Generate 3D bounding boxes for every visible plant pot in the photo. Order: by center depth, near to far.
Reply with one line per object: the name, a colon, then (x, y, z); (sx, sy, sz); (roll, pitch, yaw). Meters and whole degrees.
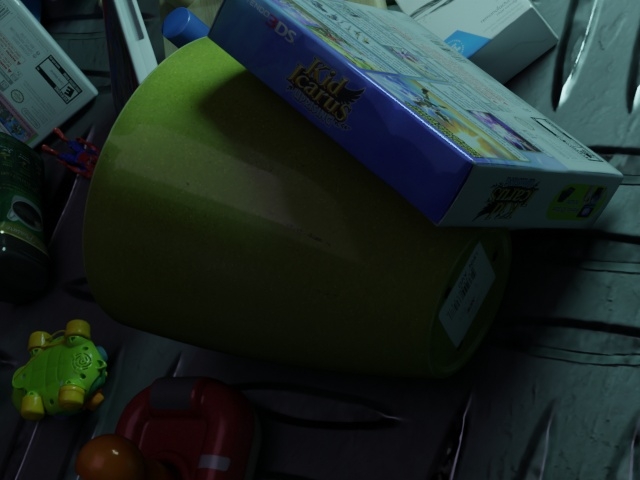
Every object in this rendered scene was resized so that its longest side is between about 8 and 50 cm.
plant pot: (0.000, 0.000, 1.253); (0.293, 0.275, 0.275); (23, 79, 27)

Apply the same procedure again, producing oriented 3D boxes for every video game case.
video game case: (0.079, -0.107, 1.201); (0.269, 0.244, 0.061); (41, 112, 29)
video game case: (-0.185, -0.147, 1.491); (0.025, 0.204, 0.285); (-9, 39, -11)
video game case: (-0.393, -0.187, 1.687); (0.193, 0.212, 0.023); (-39, 12, 7)

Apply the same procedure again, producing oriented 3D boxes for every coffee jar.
coffee jar: (-0.346, -0.023, 1.619); (0.079, 0.096, 0.184); (-30, 49, 23)

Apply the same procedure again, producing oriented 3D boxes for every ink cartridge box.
ink cartridge box: (0.134, -0.224, 1.398); (0.104, 0.060, 0.180); (-38, 47, 14)

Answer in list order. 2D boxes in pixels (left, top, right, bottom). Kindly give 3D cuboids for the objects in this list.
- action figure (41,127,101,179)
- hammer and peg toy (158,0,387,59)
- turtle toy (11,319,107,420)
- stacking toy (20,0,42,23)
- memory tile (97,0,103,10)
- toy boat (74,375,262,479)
action figure: (-0.269, -0.094, 1.652); (0.115, 0.030, 0.038); (27, 77, 42)
hammer and peg toy: (-0.064, -0.261, 1.528); (0.266, 0.127, 0.361); (-29, 50, 23)
turtle toy: (-0.260, 0.140, 1.475); (0.130, 0.066, 0.095); (-18, 55, 29)
stacking toy: (-0.498, -0.230, 1.844); (0.302, 0.166, 0.175); (-28, 45, 37)
memory tile: (-0.226, -0.349, 1.783); (0.113, 0.012, 0.148); (-27, 50, 22)
toy boat: (-0.154, 0.216, 1.290); (0.151, 0.151, 0.231); (-5, 61, 36)
